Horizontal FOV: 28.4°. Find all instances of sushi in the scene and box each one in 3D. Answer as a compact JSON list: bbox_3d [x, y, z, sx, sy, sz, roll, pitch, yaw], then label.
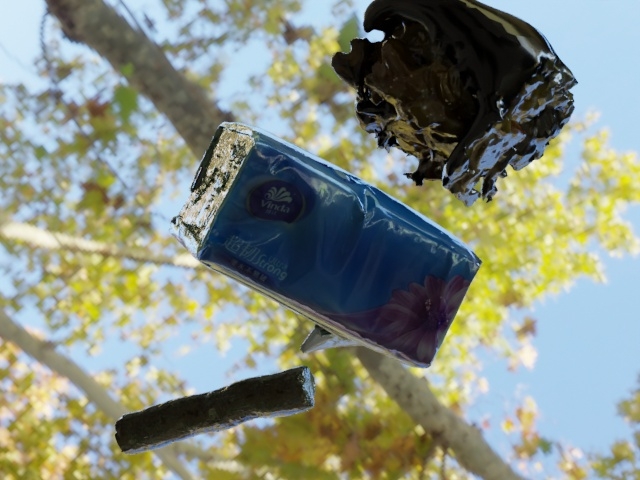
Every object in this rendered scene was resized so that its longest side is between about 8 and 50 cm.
[{"bbox_3d":[0.142,-0.164,1.378,0.204,0.213,0.200,38,-97,31],"label":"sushi"}]

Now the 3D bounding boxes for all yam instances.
[{"bbox_3d":[-0.130,0.210,1.559,0.253,0.061,0.061,-16,-145,12],"label":"yam"}]

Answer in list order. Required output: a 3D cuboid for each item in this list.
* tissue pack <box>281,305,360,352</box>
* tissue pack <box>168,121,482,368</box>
[{"bbox_3d":[0.062,0.081,1.763,0.209,0.156,0.148,-5,-160,-45],"label":"tissue pack"},{"bbox_3d":[0.000,0.000,1.269,0.146,0.263,0.198,-63,-163,1],"label":"tissue pack"}]
